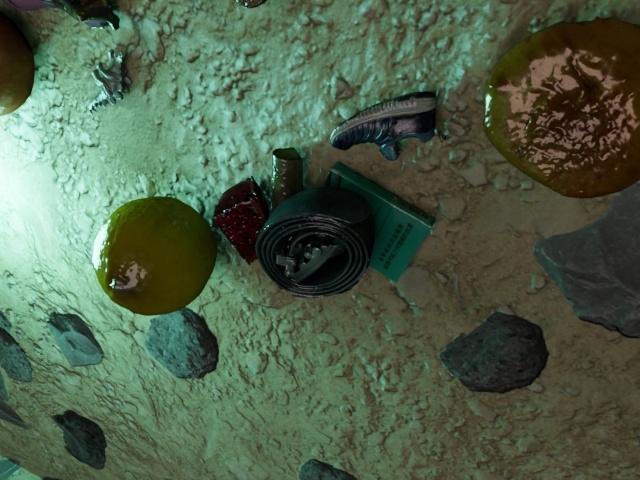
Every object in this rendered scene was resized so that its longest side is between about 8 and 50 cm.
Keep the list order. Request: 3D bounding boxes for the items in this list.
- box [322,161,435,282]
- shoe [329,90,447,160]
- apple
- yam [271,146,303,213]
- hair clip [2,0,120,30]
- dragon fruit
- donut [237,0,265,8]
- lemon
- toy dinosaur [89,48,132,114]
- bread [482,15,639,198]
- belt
[{"bbox_3d":[0.094,-0.035,1.099,0.226,0.042,0.161,31,127,8],"label":"box"},{"bbox_3d":[0.114,-0.191,0.966,0.207,0.091,0.106,-9,108,27],"label":"shoe"},{"bbox_3d":[-0.792,-0.400,1.244,0.271,0.206,0.252,21,129,14],"label":"apple"},{"bbox_3d":[-0.068,-0.105,1.128,0.068,0.068,0.170,16,123,18],"label":"yam"},{"bbox_3d":[-0.577,-0.529,1.151,0.358,0.096,0.110,28,162,21],"label":"hair clip"},{"bbox_3d":[-0.148,-0.046,1.188,0.127,0.121,0.161,-18,119,19],"label":"dragon fruit"},{"bbox_3d":[-0.057,-0.463,0.871,0.217,0.141,0.085,-18,118,43],"label":"donut"},{"bbox_3d":[-0.372,0.035,1.240,0.293,0.293,0.293,13,123,21],"label":"lemon"},{"bbox_3d":[-0.476,-0.340,1.218,0.082,0.039,0.209,48,128,-7],"label":"toy dinosaur"},{"bbox_3d":[0.376,-0.200,0.796,0.268,0.146,0.269,10,120,18],"label":"bread"},{"bbox_3d":[0.000,0.000,1.066,0.267,0.116,0.206,-30,115,36],"label":"belt"}]
